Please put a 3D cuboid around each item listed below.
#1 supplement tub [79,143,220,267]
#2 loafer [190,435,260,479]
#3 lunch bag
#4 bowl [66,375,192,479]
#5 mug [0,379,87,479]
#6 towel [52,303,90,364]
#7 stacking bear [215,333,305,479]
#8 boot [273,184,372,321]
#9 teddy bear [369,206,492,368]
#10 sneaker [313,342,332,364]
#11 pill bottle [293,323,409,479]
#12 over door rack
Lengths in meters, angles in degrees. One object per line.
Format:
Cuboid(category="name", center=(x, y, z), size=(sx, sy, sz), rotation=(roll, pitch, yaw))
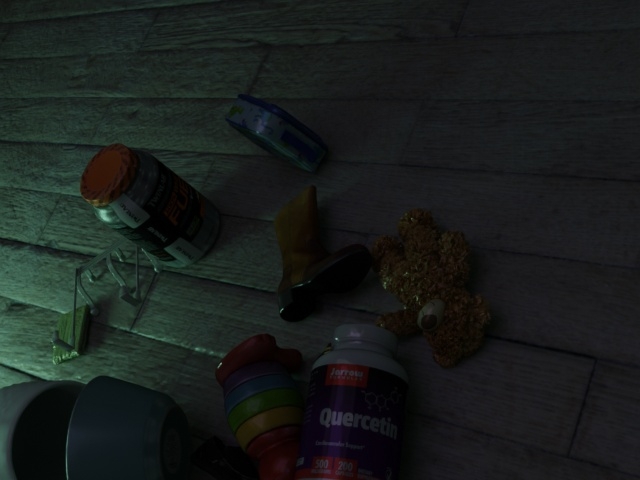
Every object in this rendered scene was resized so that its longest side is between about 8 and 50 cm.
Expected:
Cuboid(category="supplement tub", center=(-0.401, -0.083, 2.064), size=(0.193, 0.316, 0.194), rotation=(-18, 54, 27))
Cuboid(category="loafer", center=(-0.173, 0.443, 1.726), size=(0.220, 0.080, 0.078), rotation=(17, 75, 42))
Cuboid(category="lunch bag", center=(-0.095, -0.245, 2.007), size=(0.176, 0.219, 0.090), rotation=(30, 89, 44))
Cuboid(category="bowl", center=(-0.366, 0.424, 1.763), size=(0.163, 0.311, 0.312), rotation=(-6, 58, 12))
Cuboid(category="mug", center=(-0.654, 0.501, 1.948), size=(0.328, 0.276, 0.374), rotation=(-9, 88, 39))
Cuboid(category="towel", center=(-0.634, 0.239, 2.233), size=(0.110, 0.027, 0.148), rotation=(-22, 51, 28))
Cuboid(category="stacking bear", center=(-0.090, 0.354, 1.677), size=(0.164, 0.175, 0.289), rotation=(-32, 56, 14))
Cuboid(category="boot", center=(0.000, 0.000, 1.860), size=(0.264, 0.096, 0.280), rotation=(-45, 36, 40))
Cuboid(category="teddy bear", center=(0.193, 0.078, 1.665), size=(0.245, 0.113, 0.338), rotation=(-26, 50, 24))
Cuboid(category="sneaker", center=(0.020, 0.228, 1.759), size=(0.083, 0.031, 0.035), rotation=(-36, 34, 7))
Cuboid(category="pill bottle", center=(0.060, 0.320, 1.560), size=(0.181, 0.181, 0.323), rotation=(-9, 58, 32))
Cuboid(category="over door rack", center=(-0.511, 0.122, 2.144), size=(0.239, 0.108, 0.324), rotation=(-34, 28, 17))
